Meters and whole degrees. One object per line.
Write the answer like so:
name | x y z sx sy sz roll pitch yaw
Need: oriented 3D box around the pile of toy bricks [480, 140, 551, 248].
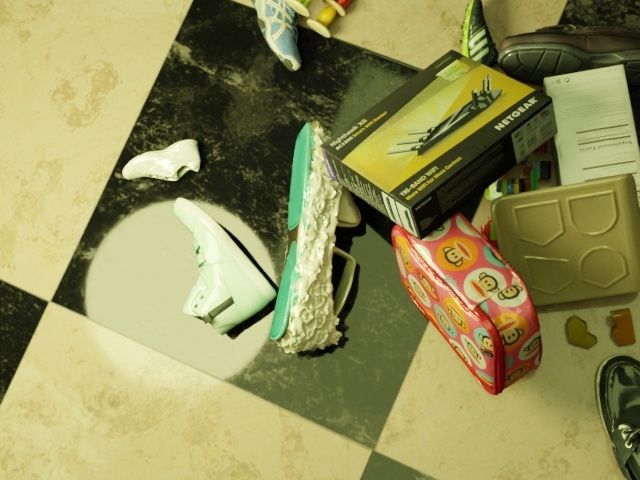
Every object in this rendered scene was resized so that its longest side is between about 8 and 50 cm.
pile of toy bricks | 0.326 -0.094 1.791 0.105 0.118 0.212 4 96 39

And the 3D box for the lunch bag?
lunch bag | 0.240 0.100 1.683 0.120 0.258 0.293 -31 56 -10

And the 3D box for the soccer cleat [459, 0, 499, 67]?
soccer cleat | 0.289 -0.351 1.863 0.072 0.060 0.178 4 86 2

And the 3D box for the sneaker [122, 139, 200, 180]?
sneaker | -0.295 -0.138 1.920 0.152 0.054 0.061 -19 79 5

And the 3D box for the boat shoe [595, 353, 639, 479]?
boat shoe | 0.536 0.341 1.650 0.127 0.113 0.339 -14 77 7

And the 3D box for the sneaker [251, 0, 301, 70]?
sneaker | -0.073 -0.416 1.922 0.081 0.080 0.211 -22 77 8

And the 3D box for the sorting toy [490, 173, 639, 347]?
sorting toy | 0.418 0.044 1.694 0.229 0.041 0.307 -11 116 12

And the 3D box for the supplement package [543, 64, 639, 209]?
supplement package | 0.462 -0.152 1.747 0.134 0.139 0.244 -9 79 10

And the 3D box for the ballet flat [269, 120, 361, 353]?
ballet flat | 0.000 0.000 1.820 0.147 0.147 0.408 7 83 11

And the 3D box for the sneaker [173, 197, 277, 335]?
sneaker | -0.215 0.049 1.844 0.151 0.094 0.256 -41 78 -6

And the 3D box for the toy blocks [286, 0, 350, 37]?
toy blocks | 0.017 -0.468 1.898 0.054 0.123 0.148 30 85 43

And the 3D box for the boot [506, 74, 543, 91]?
boot | 0.380 -0.277 1.839 0.087 0.042 0.118 -8 86 0

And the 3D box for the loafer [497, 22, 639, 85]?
loafer | 0.452 -0.331 1.796 0.303 0.109 0.095 3 62 -7

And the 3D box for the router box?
router box | 0.192 -0.166 1.694 0.309 0.081 0.243 -38 45 -16
